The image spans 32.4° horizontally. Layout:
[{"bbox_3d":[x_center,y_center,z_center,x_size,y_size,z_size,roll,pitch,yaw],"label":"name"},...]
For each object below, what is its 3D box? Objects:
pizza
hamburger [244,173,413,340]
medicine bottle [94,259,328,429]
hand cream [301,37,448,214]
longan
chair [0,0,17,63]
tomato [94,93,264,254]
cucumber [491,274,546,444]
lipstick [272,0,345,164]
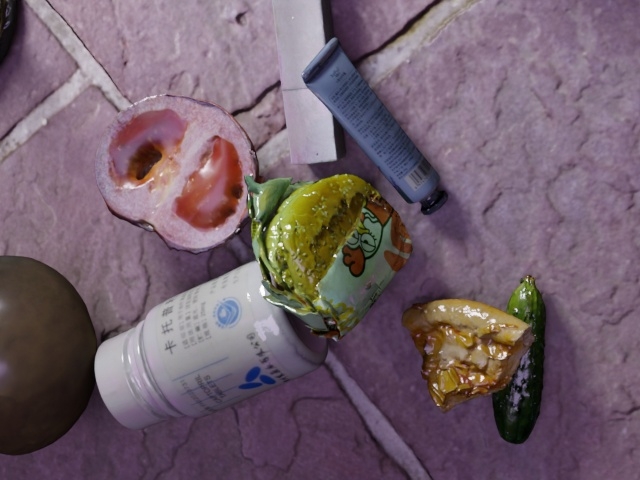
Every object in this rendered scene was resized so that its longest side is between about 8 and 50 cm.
[{"bbox_3d":[0.178,0.153,1.442,0.182,0.062,0.161,21,106,32],"label":"pizza"},{"bbox_3d":[-0.003,-0.002,1.397,0.125,0.214,0.235,-21,104,43],"label":"hamburger"},{"bbox_3d":[-0.149,0.145,1.496,0.293,0.170,0.170,-24,96,19],"label":"medicine bottle"},{"bbox_3d":[0.076,-0.140,1.409,0.256,0.088,0.055,50,148,-18],"label":"hand cream"},{"bbox_3d":[-0.456,0.165,1.533,0.300,0.243,0.300,0,90,29],"label":"longan"},{"bbox_3d":[-0.607,-0.302,1.376,0.362,0.410,0.364,-38,92,19],"label":"chair"},{"bbox_3d":[-0.176,-0.096,1.477,0.228,0.112,0.199,33,100,5],"label":"tomato"},{"bbox_3d":[0.264,0.158,1.453,0.069,0.069,0.227,6,100,12],"label":"cucumber"},{"bbox_3d":[-0.019,-0.261,1.423,0.068,0.066,0.317,-4,102,12],"label":"lipstick"}]
